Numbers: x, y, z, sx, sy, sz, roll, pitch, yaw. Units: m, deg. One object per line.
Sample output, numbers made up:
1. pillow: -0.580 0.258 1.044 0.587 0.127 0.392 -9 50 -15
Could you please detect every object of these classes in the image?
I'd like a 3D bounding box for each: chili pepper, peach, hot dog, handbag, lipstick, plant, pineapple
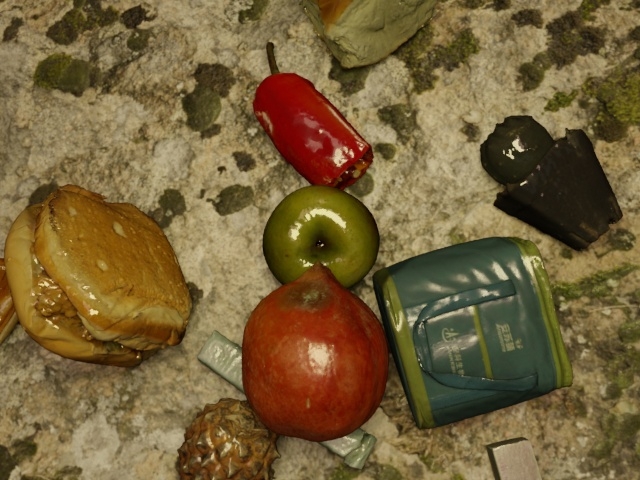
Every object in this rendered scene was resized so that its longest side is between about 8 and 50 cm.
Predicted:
1. chili pepper: -0.053 -0.236 1.117 0.131 0.134 0.338 -38 76 -1
2. peach: -0.004 0.161 0.922 0.233 0.232 0.256 11 92 9
3. hot dog: -0.602 0.136 1.117 0.102 0.076 0.249 26 79 -1
4. handbag: 0.224 0.137 0.947 0.241 0.222 0.262 -17 91 2
5. lipstick: 0.333 0.470 0.939 0.066 0.068 0.317 -14 76 3
6. plant: 0.384 -0.103 1.037 0.164 0.142 0.256 -44 80 -4
7. pineapple: -0.152 0.356 0.982 0.166 0.166 0.193 33 112 13

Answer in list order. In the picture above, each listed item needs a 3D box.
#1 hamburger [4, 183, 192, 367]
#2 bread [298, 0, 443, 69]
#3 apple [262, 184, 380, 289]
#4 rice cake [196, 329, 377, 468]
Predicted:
1. hamburger: -0.350 0.060 0.995 0.174 0.304 0.284 -27 66 9
2. bread: 0.057 -0.494 1.123 0.250 0.225 0.279 -35 71 -4
3. apple: 0.000 0.000 1.038 0.197 0.157 0.196 0 91 2
4. rice cake: -0.061 0.266 1.034 0.336 0.063 0.066 32 77 13
